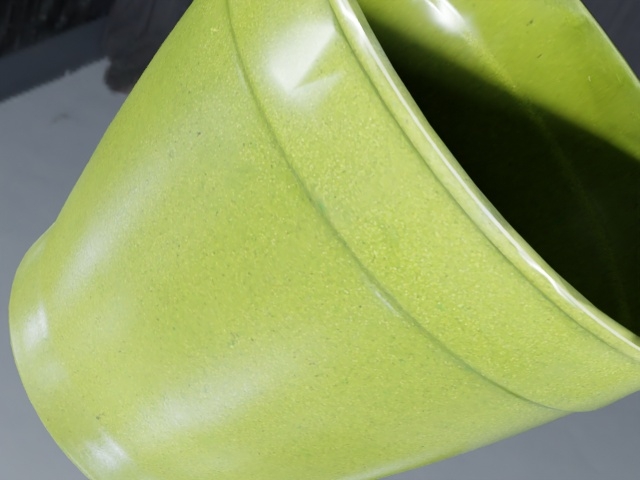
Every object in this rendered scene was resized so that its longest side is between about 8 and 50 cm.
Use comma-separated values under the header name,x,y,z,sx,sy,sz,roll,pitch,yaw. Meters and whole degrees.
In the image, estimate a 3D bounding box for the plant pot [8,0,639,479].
name,x,y,z,sx,sy,sz,roll,pitch,yaw
plant pot,0.000,0.000,0.768,0.366,0.353,0.366,36,34,-29
